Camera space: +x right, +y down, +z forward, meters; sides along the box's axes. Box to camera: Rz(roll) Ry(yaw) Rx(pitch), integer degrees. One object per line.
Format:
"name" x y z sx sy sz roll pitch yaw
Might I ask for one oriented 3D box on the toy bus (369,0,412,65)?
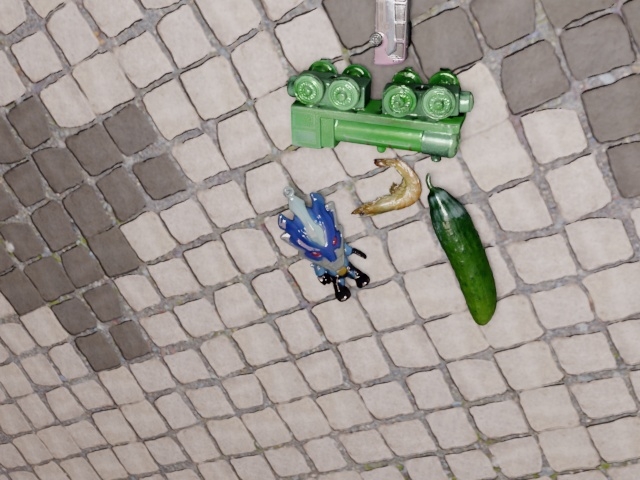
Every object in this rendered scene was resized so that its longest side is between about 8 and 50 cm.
"toy bus" 0.091 -0.290 0.922 0.052 0.037 0.130 5 116 11

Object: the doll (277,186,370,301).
"doll" 0.000 0.000 1.088 0.096 0.070 0.195 -34 106 -1

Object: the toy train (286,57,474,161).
"toy train" 0.074 -0.170 0.967 0.251 0.085 0.119 11 125 16

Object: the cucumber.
"cucumber" 0.203 0.015 1.029 0.056 0.056 0.250 -16 112 26

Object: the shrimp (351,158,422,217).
"shrimp" 0.086 -0.076 1.042 0.114 0.023 0.083 -21 105 21
